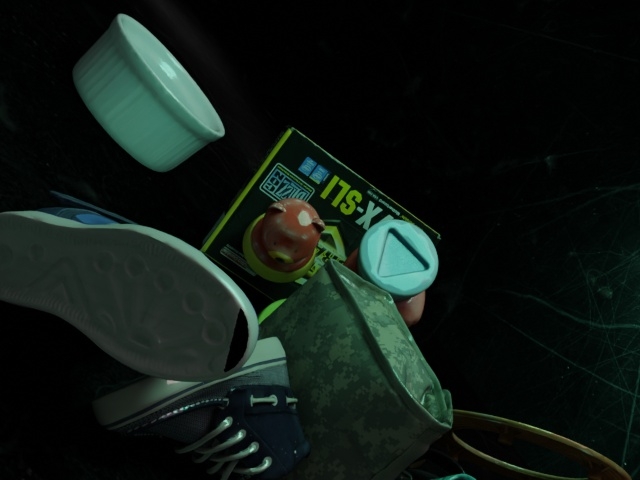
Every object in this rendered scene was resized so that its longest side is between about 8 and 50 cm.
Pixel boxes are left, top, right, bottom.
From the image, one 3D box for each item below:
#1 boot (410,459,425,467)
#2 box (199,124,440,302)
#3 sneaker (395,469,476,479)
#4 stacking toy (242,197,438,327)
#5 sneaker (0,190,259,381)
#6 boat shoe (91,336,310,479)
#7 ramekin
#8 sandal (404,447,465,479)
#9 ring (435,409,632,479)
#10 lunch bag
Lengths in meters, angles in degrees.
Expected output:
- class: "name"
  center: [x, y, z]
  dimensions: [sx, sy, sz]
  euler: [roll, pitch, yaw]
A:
- class: "boot"
  center: [0.135, 0.297, 1.876]
  dimensions: [0.152, 0.073, 0.197]
  euler: [-128, -148, -51]
- class: "box"
  center: [0.000, 0.000, 1.748]
  dimensions: [0.322, 0.257, 0.079]
  euler: [36, 3, -13]
- class: "sneaker"
  center: [0.125, 0.330, 1.339]
  dimensions: [0.123, 0.178, 0.296]
  euler: [27, 35, -33]
- class: "stacking toy"
  center: [0.034, 0.077, 1.598]
  dimensions: [0.308, 0.130, 0.280]
  euler: [11, 64, -12]
- class: "sneaker"
  center: [-0.167, 0.046, 1.057]
  dimensions: [0.322, 0.130, 0.236]
  euler: [17, 4, 21]
- class: "boat shoe"
  center: [-0.107, 0.203, 1.123]
  dimensions: [0.340, 0.127, 0.158]
  euler: [-4, 72, -66]
- class: "ramekin"
  center: [-0.309, -0.252, 1.840]
  dimensions: [0.277, 0.135, 0.277]
  euler: [50, 10, -12]
- class: "sandal"
  center: [0.151, 0.383, 1.577]
  dimensions: [0.445, 0.107, 0.167]
  euler: [31, 21, -52]
- class: "ring"
  center: [0.302, 0.334, 1.576]
  dimensions: [0.336, 0.032, 0.336]
  euler: [17, -21, 7]
- class: "lunch bag"
  center: [0.026, 0.210, 1.332]
  dimensions: [0.169, 0.235, 0.287]
  euler: [33, 21, -44]
